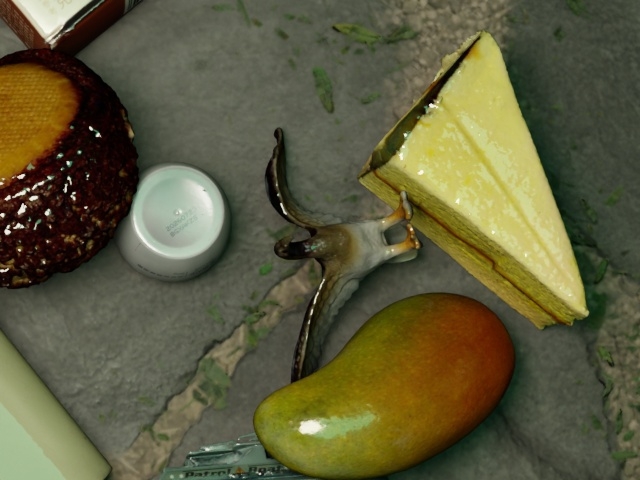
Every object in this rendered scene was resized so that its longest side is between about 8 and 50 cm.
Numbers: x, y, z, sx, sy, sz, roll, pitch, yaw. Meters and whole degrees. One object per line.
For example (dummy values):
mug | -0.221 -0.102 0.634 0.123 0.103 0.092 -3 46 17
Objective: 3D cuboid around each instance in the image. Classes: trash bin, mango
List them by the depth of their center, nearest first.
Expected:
trash bin | -0.358 0.196 1.542 0.243 0.121 0.247 -40 92 -12
mango | 0.076 0.144 1.579 0.289 0.129 0.146 -35 94 -33

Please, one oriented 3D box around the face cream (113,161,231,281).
face cream | -0.143 -0.020 1.611 0.117 0.104 0.117 2 81 -10

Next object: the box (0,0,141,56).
box | -0.260 -0.425 1.643 0.344 0.122 0.385 -41 90 -12

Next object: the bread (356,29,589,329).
bread | 0.186 -0.055 1.644 0.264 0.167 0.163 39 77 -5

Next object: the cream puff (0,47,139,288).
cream puff | -0.281 -0.058 1.543 0.239 0.165 0.239 -11 46 11

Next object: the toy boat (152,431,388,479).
toy boat | -0.072 0.249 1.578 0.296 0.114 0.122 -6 66 -17

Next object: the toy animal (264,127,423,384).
toy animal | 0.014 -0.005 1.591 0.160 0.197 0.272 -14 78 -2
